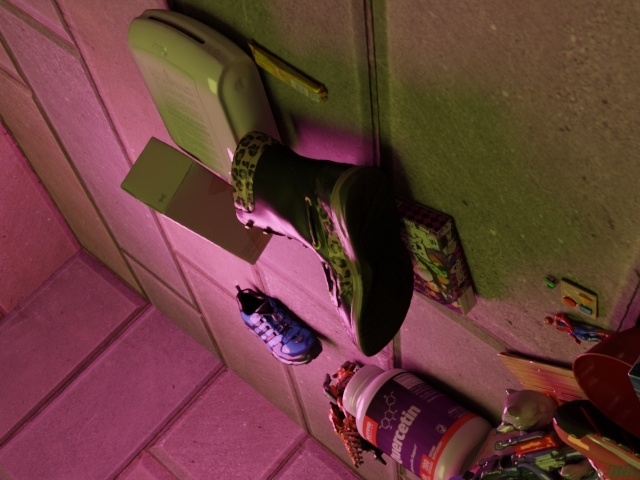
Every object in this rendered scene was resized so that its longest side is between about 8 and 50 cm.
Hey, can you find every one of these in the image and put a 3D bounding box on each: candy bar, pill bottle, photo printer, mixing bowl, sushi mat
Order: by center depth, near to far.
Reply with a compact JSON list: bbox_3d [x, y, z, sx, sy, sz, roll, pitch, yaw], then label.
[{"bbox_3d":[0.436,0.179,1.174,0.181,0.098,0.181,37,159,17],"label":"mixing bowl"},{"bbox_3d":[-0.053,-0.257,1.373,0.161,0.018,0.040,35,162,23],"label":"candy bar"},{"bbox_3d":[0.433,0.255,1.449,0.151,0.019,0.316,52,159,-22],"label":"sushi mat"},{"bbox_3d":[-0.197,-0.251,1.536,0.256,0.107,0.307,32,156,32],"label":"photo printer"},{"bbox_3d":[0.205,0.399,1.938,0.323,0.181,0.181,28,155,37],"label":"pill bottle"}]

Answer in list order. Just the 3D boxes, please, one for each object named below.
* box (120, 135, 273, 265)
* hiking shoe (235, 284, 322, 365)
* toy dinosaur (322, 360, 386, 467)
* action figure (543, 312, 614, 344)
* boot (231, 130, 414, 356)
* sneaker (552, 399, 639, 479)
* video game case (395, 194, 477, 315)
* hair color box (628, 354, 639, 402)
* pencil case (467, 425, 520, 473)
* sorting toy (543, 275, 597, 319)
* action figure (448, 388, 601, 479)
[{"bbox_3d":[-0.232,-0.073,1.783,0.148,0.121,0.311,30,178,34],"label":"box"},{"bbox_3d":[-0.122,0.226,2.329,0.304,0.113,0.132,25,153,42],"label":"hiking shoe"},{"bbox_3d":[0.088,0.425,2.132,0.218,0.322,0.164,34,136,-14],"label":"toy dinosaur"},{"bbox_3d":[0.376,0.133,1.307,0.115,0.030,0.038,24,157,48],"label":"action figure"},{"bbox_3d":[0.000,0.000,1.479,0.284,0.138,0.377,27,147,37],"label":"boot"},{"bbox_3d":[0.449,0.346,1.280,0.314,0.136,0.116,29,-162,-12],"label":"sneaker"},{"bbox_3d":[0.141,0.007,1.485,0.232,0.042,0.210,27,153,40],"label":"video game case"},{"bbox_3d":[0.489,0.219,1.039,0.105,0.174,0.347,17,147,51],"label":"hair color box"},{"bbox_3d":[0.318,0.497,1.762,0.124,0.284,0.124,37,155,20],"label":"pencil case"},{"bbox_3d":[0.353,0.080,1.264,0.083,0.012,0.062,29,155,35],"label":"sorting toy"},{"bbox_3d":[0.393,0.378,1.515,0.341,0.178,0.330,-20,118,41],"label":"action figure"}]
